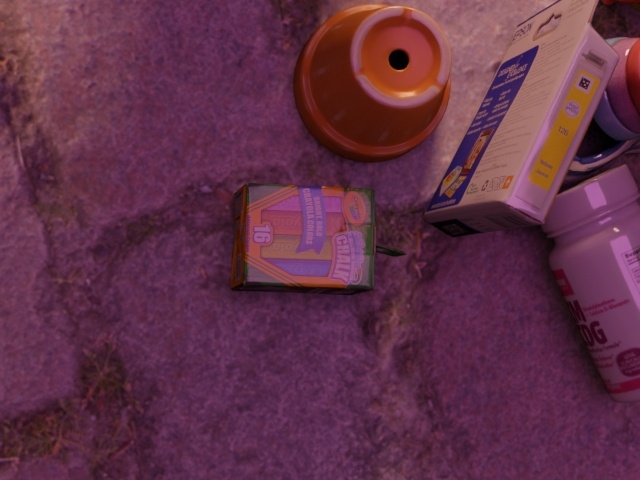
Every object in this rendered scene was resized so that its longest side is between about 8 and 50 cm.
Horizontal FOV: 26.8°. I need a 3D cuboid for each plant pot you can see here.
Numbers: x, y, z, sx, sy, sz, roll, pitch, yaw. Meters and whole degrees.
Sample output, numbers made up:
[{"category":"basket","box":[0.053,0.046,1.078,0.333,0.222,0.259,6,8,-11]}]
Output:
[{"category":"plant pot","box":[0.080,-0.214,1.712,0.205,0.188,0.205,1,84,-10]}]

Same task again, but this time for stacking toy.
[{"category":"stacking toy","box":[0.453,-0.244,1.747,0.279,0.130,0.309,27,66,-34]}]

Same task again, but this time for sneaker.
[{"category":"sneaker","box":[0.410,-0.162,1.798,0.296,0.131,0.112,-34,90,-13]}]

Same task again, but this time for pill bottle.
[{"category":"pill bottle","box":[0.397,0.054,1.759,0.160,0.160,0.283,-24,89,-11]}]

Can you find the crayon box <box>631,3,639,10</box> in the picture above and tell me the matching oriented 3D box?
[{"category":"crayon box","box":[0.517,-0.400,1.863,0.323,0.083,0.203,33,80,-6]}]

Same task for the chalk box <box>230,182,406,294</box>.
[{"category":"chalk box","box":[0.000,0.000,1.708,0.213,0.132,0.132,2,85,-11]}]

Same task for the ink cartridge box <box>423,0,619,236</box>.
[{"category":"ink cartridge box","box":[0.260,-0.156,1.682,0.072,0.303,0.307,30,81,-9]}]
